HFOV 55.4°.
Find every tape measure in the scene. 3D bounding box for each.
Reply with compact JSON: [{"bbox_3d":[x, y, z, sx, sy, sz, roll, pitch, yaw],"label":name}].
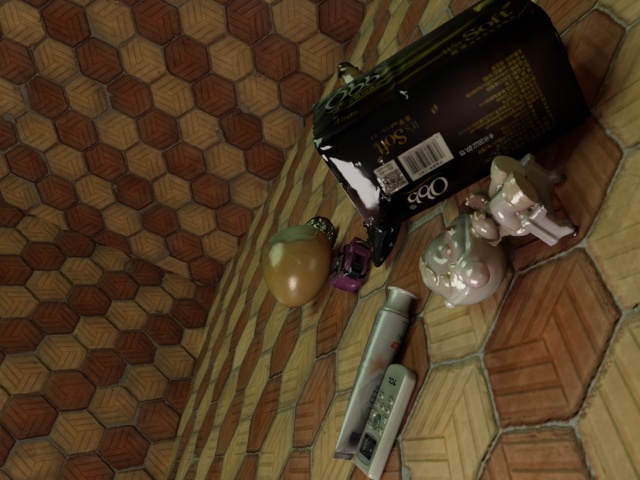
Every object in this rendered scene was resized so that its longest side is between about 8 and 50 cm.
[{"bbox_3d":[0.071,0.061,1.497,0.118,0.074,0.125,-46,22,56],"label":"tape measure"}]

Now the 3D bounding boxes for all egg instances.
[{"bbox_3d":[-0.069,0.071,1.742,0.201,0.200,0.245,143,137,-62],"label":"egg"}]

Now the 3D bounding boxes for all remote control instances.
[{"bbox_3d":[0.111,0.306,1.049,0.190,0.029,0.087,-67,15,-7],"label":"remote control"}]

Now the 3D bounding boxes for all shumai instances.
[{"bbox_3d":[-0.001,-0.007,1.884,0.123,0.105,0.139,46,132,28],"label":"shumai"}]

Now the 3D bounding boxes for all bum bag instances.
[{"bbox_3d":[0.141,-0.062,1.450,0.310,0.074,0.137,-92,19,-61],"label":"bum bag"}]

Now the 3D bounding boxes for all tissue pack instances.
[{"bbox_3d":[0.181,-0.187,0.934,0.369,0.210,0.198,-28,33,13],"label":"tissue pack"}]

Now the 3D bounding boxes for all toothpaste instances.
[{"bbox_3d":[0.097,0.243,1.120,0.100,0.066,0.323,42,-113,-60],"label":"toothpaste"}]

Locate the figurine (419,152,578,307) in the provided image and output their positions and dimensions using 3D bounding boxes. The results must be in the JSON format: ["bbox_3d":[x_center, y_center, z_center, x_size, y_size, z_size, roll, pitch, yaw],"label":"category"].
[{"bbox_3d":[0.240,-0.001,0.896,0.257,0.144,0.182,-51,41,39],"label":"figurine"}]

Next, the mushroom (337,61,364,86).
[{"bbox_3d":[0.170,-0.190,1.145,0.233,0.301,0.208,-80,-7,-46],"label":"mushroom"}]
